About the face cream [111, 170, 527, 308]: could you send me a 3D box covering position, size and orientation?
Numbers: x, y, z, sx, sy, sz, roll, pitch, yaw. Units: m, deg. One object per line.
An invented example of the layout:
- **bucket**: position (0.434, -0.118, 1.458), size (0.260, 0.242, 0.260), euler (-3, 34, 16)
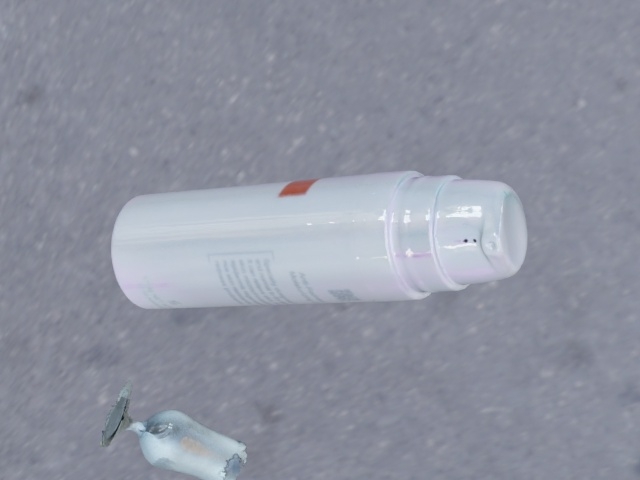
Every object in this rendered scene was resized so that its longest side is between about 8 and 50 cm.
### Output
- **face cream**: position (0.000, 0.000, 1.433), size (0.102, 0.345, 0.102), euler (10, 78, -59)

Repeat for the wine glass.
- **wine glass**: position (-0.084, 0.116, 1.077), size (0.083, 0.039, 0.042), euler (23, 77, -16)
